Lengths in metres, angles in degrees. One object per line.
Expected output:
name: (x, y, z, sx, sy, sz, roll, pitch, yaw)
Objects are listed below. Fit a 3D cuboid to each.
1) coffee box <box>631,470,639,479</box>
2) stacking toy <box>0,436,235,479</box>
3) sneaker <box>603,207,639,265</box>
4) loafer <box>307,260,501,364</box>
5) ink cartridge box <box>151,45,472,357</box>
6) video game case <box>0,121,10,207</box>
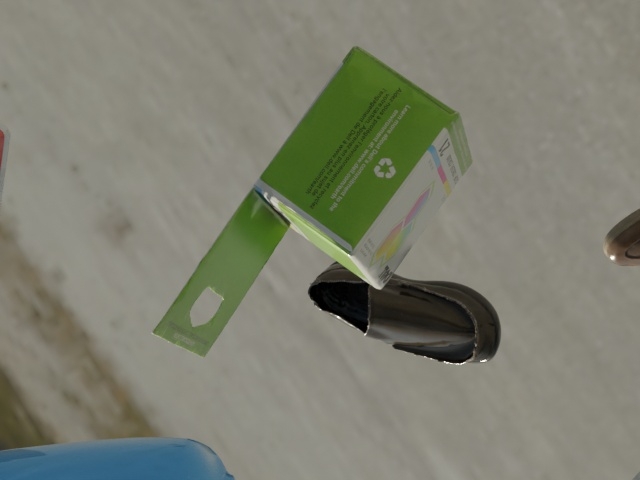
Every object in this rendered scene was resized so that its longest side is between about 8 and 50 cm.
coffee box: (0.243, 0.267, 0.750, 0.337, 0.338, 0.334, 38, -160, -5)
stacking toy: (-0.126, 0.260, 1.122, 0.302, 0.165, 0.175, 96, 168, -53)
sneaker: (0.344, -0.003, 1.687, 0.066, 0.188, 0.071, 46, -151, -54)
loafer: (0.077, 0.078, 1.886, 0.220, 0.078, 0.080, 14, 110, 36)
ink cartridge box: (0.000, 0.000, 1.446, 0.097, 0.255, 0.189, 34, 177, 11)
video game case: (-0.308, 0.060, 1.179, 0.025, 0.285, 0.204, 39, 144, 14)
